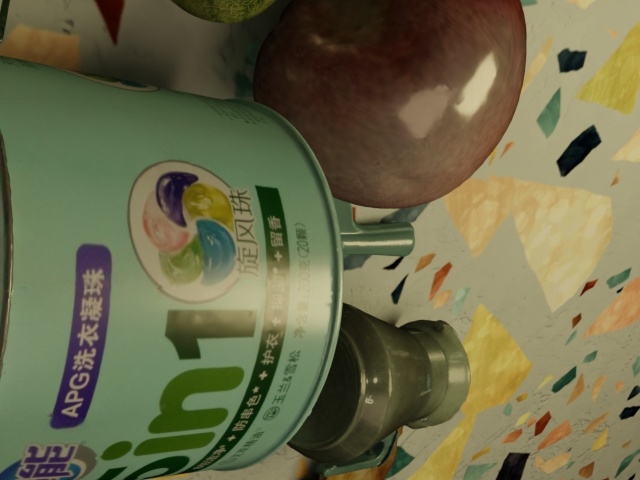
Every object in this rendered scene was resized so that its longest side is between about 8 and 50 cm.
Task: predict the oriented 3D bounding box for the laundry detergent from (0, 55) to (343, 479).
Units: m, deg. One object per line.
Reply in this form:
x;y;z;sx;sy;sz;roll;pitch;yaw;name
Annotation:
-0.189;0.025;0.589;0.305;0.287;0.287;4;120;-43;laundry detergent

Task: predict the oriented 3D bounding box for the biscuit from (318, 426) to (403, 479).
0.032;0.313;1.207;0.154;0.045;0.299;10;114;-44;biscuit

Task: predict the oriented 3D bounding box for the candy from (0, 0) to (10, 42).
-0.191;-0.167;0.562;0.035;0.123;0.035;7;141;-15;candy

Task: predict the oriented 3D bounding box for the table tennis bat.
0.000;0.000;0.924;0.244;0.040;0.153;-1;124;-35;table tennis bat

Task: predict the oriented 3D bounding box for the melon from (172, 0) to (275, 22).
-0.070;-0.238;0.586;0.139;0.139;0.192;-27;137;-21;melon

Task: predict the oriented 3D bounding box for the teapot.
0.052;0.169;1.012;0.225;0.171;0.203;7;105;-50;teapot

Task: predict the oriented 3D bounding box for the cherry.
0.070;-0.125;0.746;0.239;0.206;0.239;-20;122;-34;cherry
